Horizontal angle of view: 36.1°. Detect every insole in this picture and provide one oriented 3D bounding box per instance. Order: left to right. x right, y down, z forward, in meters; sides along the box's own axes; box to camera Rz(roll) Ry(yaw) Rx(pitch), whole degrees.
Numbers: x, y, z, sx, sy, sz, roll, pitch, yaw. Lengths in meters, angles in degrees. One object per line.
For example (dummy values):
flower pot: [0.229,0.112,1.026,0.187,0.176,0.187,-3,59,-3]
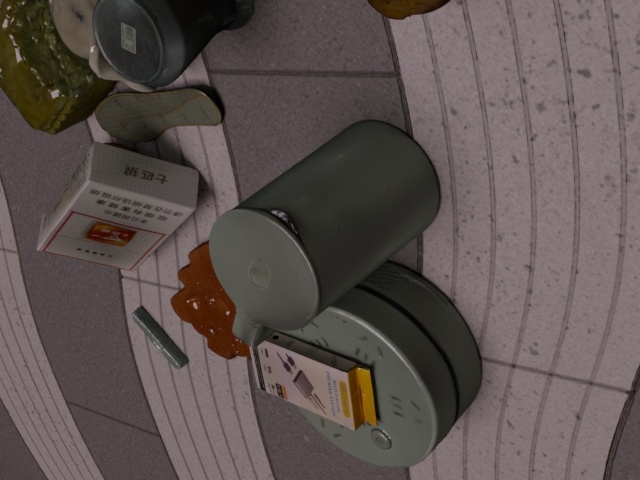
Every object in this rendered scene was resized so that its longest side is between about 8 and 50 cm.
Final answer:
insole: [-0.307,-0.231,1.808,0.348,0.009,0.119,-1,137,42]

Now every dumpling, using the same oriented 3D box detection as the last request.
dumpling: [-0.334,-0.383,1.641,0.243,0.187,0.318,38,-159,-45]

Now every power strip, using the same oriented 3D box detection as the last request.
power strip: [0.087,0.203,1.676,0.357,0.161,0.357,25,134,28]

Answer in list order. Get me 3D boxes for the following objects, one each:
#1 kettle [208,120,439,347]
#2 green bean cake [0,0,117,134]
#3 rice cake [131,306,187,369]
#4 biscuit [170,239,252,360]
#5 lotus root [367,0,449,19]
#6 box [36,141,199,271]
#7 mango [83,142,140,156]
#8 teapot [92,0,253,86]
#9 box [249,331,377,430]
kettle: [-0.007,-0.014,1.465,0.265,0.318,0.205,-26,100,46]
green bean cake: [-0.518,-0.337,1.860,0.236,0.124,0.233,53,140,-3]
rice cake: [-0.365,0.221,2.220,0.171,0.033,0.029,50,140,1]
biscuit: [-0.190,0.112,1.963,0.284,0.043,0.306,28,134,27]
lotus root: [0.125,-0.399,1.166,0.193,0.193,0.291,38,143,15]
box: [-0.397,-0.055,1.904,0.210,0.095,0.330,15,151,-27]
mango: [-0.404,-0.148,1.933,0.159,0.084,0.105,-14,117,28]
teapot: [-0.215,-0.356,1.480,0.171,0.225,0.203,32,136,18]
box: [-0.018,0.231,1.646,0.247,0.033,0.129,16,128,36]
